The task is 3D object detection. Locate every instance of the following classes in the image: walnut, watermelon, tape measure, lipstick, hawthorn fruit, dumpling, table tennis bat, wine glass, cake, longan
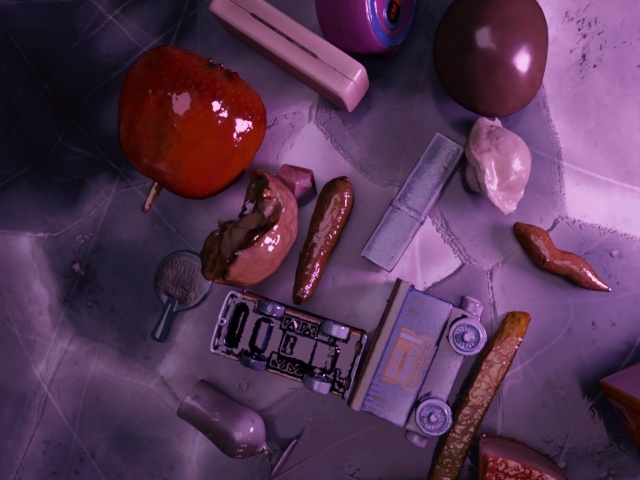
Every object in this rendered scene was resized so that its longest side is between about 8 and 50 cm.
[{"bbox_3d":[-0.126,-0.001,1.347,0.141,0.204,0.238,29,115,-25],"label":"walnut"},{"bbox_3d":[-0.056,-0.109,1.405,0.084,0.072,0.092,9,89,24],"label":"watermelon"},{"bbox_3d":[0.095,-0.470,1.329,0.149,0.245,0.231,13,85,34],"label":"tape measure"},{"bbox_3d":[0.184,-0.075,1.363,0.077,0.076,0.289,32,91,10],"label":"lipstick"},{"bbox_3d":[-0.270,-0.200,1.349,0.287,0.287,0.330,29,97,9],"label":"hawthorn fruit"},{"bbox_3d":[0.329,-0.148,1.322,0.136,0.118,0.199,8,69,-32],"label":"dumpling"},{"bbox_3d":[-0.302,0.117,1.444,0.124,0.033,0.201,22,85,11],"label":"table tennis bat"},{"bbox_3d":[-0.168,0.373,1.372,0.231,0.103,0.103,33,91,12],"label":"wine glass"},{"bbox_3d":[0.309,0.485,1.270,0.160,0.158,0.262,37,93,13],"label":"cake"},{"bbox_3d":[0.323,-0.362,1.295,0.215,0.246,0.246,27,90,42],"label":"longan"}]

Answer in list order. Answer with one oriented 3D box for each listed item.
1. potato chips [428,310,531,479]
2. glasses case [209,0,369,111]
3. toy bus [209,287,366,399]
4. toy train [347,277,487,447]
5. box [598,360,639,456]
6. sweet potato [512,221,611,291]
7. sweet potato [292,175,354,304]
[{"bbox_3d":[0.297,0.315,1.324,0.057,0.080,0.407,25,89,19],"label":"potato chips"},{"bbox_3d":[-0.060,-0.386,1.387,0.336,0.144,0.076,35,93,8],"label":"glasses case"},{"bbox_3d":[-0.057,0.193,1.336,0.275,0.167,0.138,17,89,6],"label":"toy bus"},{"bbox_3d":[0.187,0.228,1.317,0.202,0.131,0.299,22,89,11],"label":"toy train"},{"bbox_3d":[0.668,0.292,1.166,0.259,0.283,0.214,-27,84,6],"label":"box"},{"bbox_3d":[0.458,0.040,1.329,0.218,0.051,0.065,38,90,9],"label":"sweet potato"},{"bbox_3d":[0.000,0.000,1.381,0.075,0.075,0.273,21,84,9],"label":"sweet potato"}]
